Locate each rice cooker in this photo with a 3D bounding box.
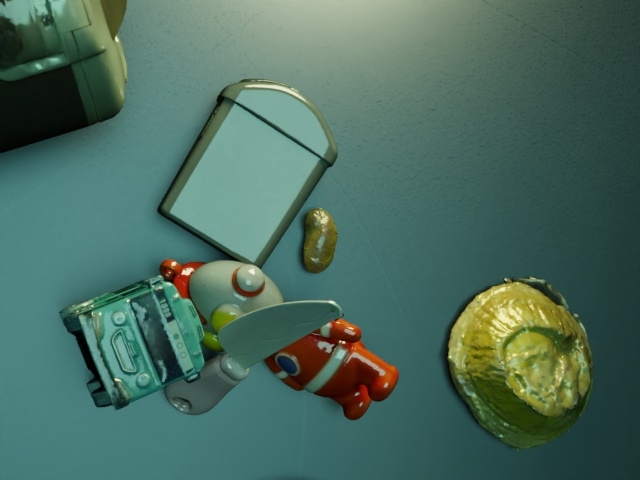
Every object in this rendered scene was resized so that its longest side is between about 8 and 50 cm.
[{"bbox_3d":[-0.387,-0.262,1.226,0.325,0.335,0.335,-18,94,-11],"label":"rice cooker"}]

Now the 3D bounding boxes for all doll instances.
[{"bbox_3d":[-0.063,0.119,1.376,0.336,0.200,0.105,34,53,-7],"label":"doll"}]

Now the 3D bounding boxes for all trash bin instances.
[{"bbox_3d":[-0.092,-0.098,1.415,0.176,0.101,0.236,33,85,-13],"label":"trash bin"}]

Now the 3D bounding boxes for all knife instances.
[{"bbox_3d":[-0.095,0.133,1.316,0.081,0.336,0.043,39,42,-15],"label":"knife"}]

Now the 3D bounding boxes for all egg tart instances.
[{"bbox_3d":[0.299,0.177,1.510,0.231,0.098,0.252,-4,86,-17],"label":"egg tart"}]

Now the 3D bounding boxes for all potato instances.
[{"bbox_3d":[0.000,0.000,1.461,0.046,0.045,0.092,1,86,22],"label":"potato"}]

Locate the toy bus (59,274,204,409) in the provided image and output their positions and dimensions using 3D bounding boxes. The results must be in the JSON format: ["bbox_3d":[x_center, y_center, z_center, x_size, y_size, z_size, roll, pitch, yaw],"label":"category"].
[{"bbox_3d":[-0.230,0.119,1.296,0.147,0.256,0.128,-22,95,-16],"label":"toy bus"}]
